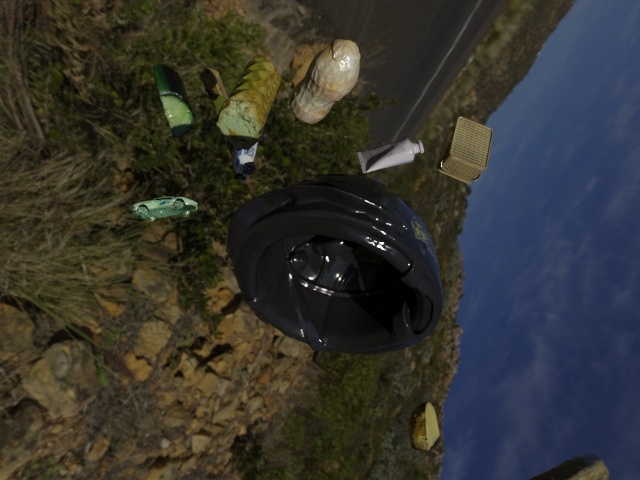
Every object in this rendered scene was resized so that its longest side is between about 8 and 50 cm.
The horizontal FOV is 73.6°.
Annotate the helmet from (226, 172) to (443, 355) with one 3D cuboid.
[{"bbox_3d":[0.024,0.011,0.519,0.231,0.278,0.160,-11,-142,25],"label":"helmet"}]

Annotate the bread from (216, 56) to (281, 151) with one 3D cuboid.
[{"bbox_3d":[-0.138,-0.292,0.877,0.087,0.098,0.269,-15,-141,19],"label":"bread"}]

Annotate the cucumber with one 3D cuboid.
[{"bbox_3d":[-0.320,-0.309,0.940,0.062,0.115,0.116,-18,152,-16],"label":"cucumber"}]

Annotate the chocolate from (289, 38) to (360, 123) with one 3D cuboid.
[{"bbox_3d":[0.008,-0.422,1.174,0.134,0.134,0.309,-53,-170,-29],"label":"chocolate"}]

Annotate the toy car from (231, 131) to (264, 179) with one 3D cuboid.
[{"bbox_3d":[-0.225,-0.265,1.288,0.080,0.070,0.170,43,-61,62],"label":"toy car"}]

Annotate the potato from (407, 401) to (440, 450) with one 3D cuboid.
[{"bbox_3d":[0.243,0.444,1.037,0.066,0.103,0.096,-12,166,29],"label":"potato"}]

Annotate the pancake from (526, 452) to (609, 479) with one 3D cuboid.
[{"bbox_3d":[0.275,0.362,0.578,0.242,0.242,0.050,-55,-144,15],"label":"pancake"}]

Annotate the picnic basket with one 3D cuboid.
[{"bbox_3d":[0.401,-0.251,1.188,0.079,0.115,0.164,112,-1,-63],"label":"picnic basket"}]

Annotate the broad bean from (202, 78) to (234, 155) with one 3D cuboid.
[{"bbox_3d":[-0.287,-0.365,1.376,0.075,0.325,0.067,-23,173,-38],"label":"broad bean"}]

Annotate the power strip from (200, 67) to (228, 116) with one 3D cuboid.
[{"bbox_3d":[-0.376,-0.531,1.579,0.305,0.064,0.044,83,31,-71],"label":"power strip"}]

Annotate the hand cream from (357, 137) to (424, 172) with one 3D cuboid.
[{"bbox_3d":[0.157,-0.190,0.950,0.142,0.053,0.084,-15,-138,9],"label":"hand cream"}]

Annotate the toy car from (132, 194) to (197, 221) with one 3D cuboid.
[{"bbox_3d":[-0.460,-0.101,1.273,0.186,0.058,0.093,-10,166,-3],"label":"toy car"}]
